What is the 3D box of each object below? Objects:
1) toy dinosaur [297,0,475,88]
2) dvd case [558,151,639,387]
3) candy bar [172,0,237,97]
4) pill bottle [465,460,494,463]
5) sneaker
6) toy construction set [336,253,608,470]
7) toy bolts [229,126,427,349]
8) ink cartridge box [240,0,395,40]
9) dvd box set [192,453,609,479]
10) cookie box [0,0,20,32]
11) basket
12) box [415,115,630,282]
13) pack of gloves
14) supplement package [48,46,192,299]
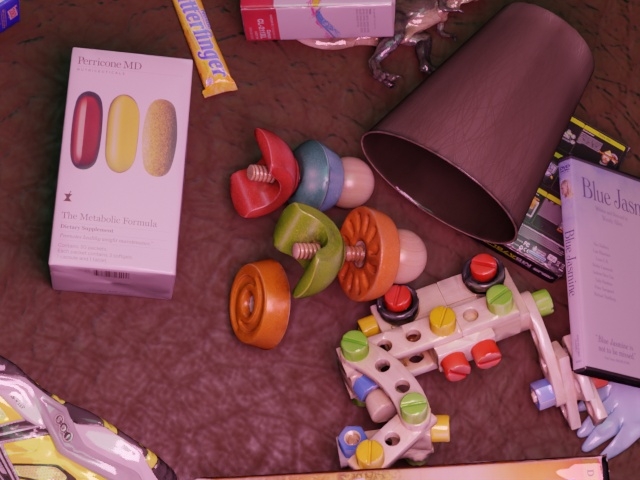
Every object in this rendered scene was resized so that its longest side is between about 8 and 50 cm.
[{"bbox_3d":[0.094,-0.237,1.927,0.268,0.064,0.118,-17,69,-7],"label":"toy dinosaur"},{"bbox_3d":[0.342,0.040,1.847,0.180,0.022,0.253,14,64,-36],"label":"dvd case"},{"bbox_3d":[-0.142,-0.242,1.919,0.040,0.018,0.161,-19,80,-11],"label":"candy bar"},{"bbox_3d":[0.202,0.380,1.735,0.162,0.162,0.278,7,76,-5],"label":"pill bottle"},{"bbox_3d":[-0.345,0.201,1.718,0.385,0.145,0.147,30,80,9],"label":"sneaker"},{"bbox_3d":[0.155,0.141,1.792,0.328,0.151,0.215,-10,51,-18],"label":"toy construction set"},{"bbox_3d":[0.000,0.000,1.827,0.158,0.218,0.228,4,50,-30],"label":"toy bolts"},{"bbox_3d":[-0.001,-0.301,1.895,0.175,0.072,0.127,-1,63,3],"label":"ink cartridge box"},{"bbox_3d":[0.086,0.374,1.628,0.420,0.062,0.307,-6,86,16],"label":"dvd box set"},{"bbox_3d":[-0.392,-0.248,1.852,0.107,0.092,0.040,-36,86,-14],"label":"cookie box"},{"bbox_3d":[0.190,-0.142,1.828,0.204,0.154,0.227,31,70,15],"label":"basket"},{"bbox_3d":[0.234,-0.075,1.911,0.191,0.045,0.184,29,72,2],"label":"box"},{"bbox_3d":[0.417,0.207,1.864,0.232,0.046,0.195,-37,84,-14],"label":"pack of gloves"},{"bbox_3d":[-0.218,-0.071,1.807,0.139,0.134,0.244,5,76,-6],"label":"supplement package"}]
